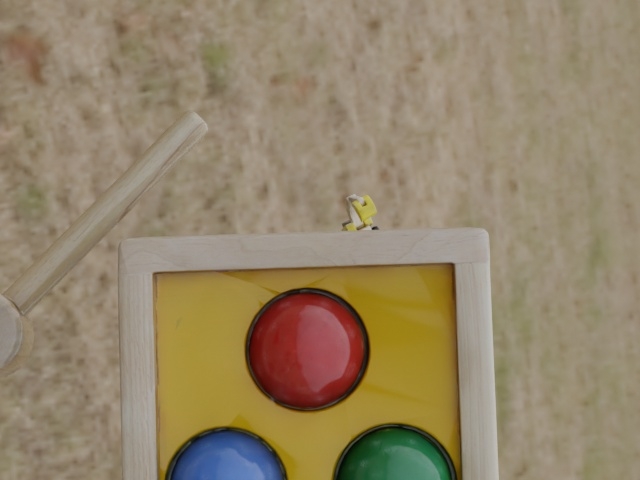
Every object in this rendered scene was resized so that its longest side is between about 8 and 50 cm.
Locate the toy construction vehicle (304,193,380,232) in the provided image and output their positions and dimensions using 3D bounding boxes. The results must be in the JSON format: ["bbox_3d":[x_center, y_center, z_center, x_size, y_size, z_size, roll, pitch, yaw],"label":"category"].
[{"bbox_3d":[0.000,0.000,0.997,0.035,0.086,0.098,64,-8,9],"label":"toy construction vehicle"}]

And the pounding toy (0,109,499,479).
[{"bbox_3d":[-0.044,0.037,0.490,0.094,0.206,0.181,71,18,-87],"label":"pounding toy"}]
